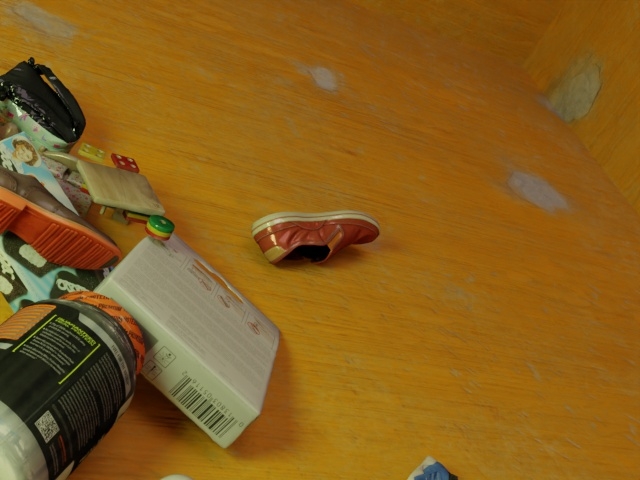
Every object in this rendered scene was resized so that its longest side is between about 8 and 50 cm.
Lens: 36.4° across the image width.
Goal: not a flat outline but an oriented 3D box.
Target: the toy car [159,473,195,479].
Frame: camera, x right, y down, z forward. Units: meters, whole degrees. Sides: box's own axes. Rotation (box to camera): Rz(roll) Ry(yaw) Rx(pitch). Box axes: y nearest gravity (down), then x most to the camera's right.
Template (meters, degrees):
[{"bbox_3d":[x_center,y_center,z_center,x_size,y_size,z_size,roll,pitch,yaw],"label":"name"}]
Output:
[{"bbox_3d":[-0.189,0.405,1.254,0.136,0.159,0.182,-26,56,-14],"label":"toy car"}]

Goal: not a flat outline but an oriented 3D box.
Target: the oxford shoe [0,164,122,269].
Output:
[{"bbox_3d":[-0.411,-0.042,1.468,0.271,0.097,0.098,33,37,-38],"label":"oxford shoe"}]

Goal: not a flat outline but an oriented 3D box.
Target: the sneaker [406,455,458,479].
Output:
[{"bbox_3d":[0.186,0.422,1.628,0.084,0.058,0.152,32,23,17],"label":"sneaker"}]

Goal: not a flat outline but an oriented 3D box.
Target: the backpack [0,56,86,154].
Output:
[{"bbox_3d":[-0.536,-0.236,1.840,0.182,0.115,0.152,44,38,-13],"label":"backpack"}]

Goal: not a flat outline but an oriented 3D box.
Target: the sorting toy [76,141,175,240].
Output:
[{"bbox_3d":[-0.359,-0.083,1.709,0.132,0.046,0.274,13,26,-36],"label":"sorting toy"}]

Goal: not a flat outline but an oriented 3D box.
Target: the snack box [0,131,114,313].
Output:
[{"bbox_3d":[-0.449,0.001,1.528,0.322,0.060,0.187,58,30,-8],"label":"snack box"}]

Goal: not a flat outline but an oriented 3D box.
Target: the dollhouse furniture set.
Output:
[{"bbox_3d":[-0.480,-0.101,1.663,0.355,0.174,0.303,25,31,-12],"label":"dollhouse furniture set"}]

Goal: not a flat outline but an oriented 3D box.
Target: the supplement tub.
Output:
[{"bbox_3d":[-0.379,0.210,1.271,0.207,0.207,0.338,34,31,3],"label":"supplement tub"}]

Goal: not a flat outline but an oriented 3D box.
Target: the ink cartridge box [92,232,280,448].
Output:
[{"bbox_3d":[-0.216,0.138,1.616,0.308,0.091,0.385,43,12,-8],"label":"ink cartridge box"}]

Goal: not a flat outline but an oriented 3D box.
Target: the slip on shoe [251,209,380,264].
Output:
[{"bbox_3d":[0.000,0.000,2.036,0.331,0.123,0.101,-3,68,-45],"label":"slip on shoe"}]
